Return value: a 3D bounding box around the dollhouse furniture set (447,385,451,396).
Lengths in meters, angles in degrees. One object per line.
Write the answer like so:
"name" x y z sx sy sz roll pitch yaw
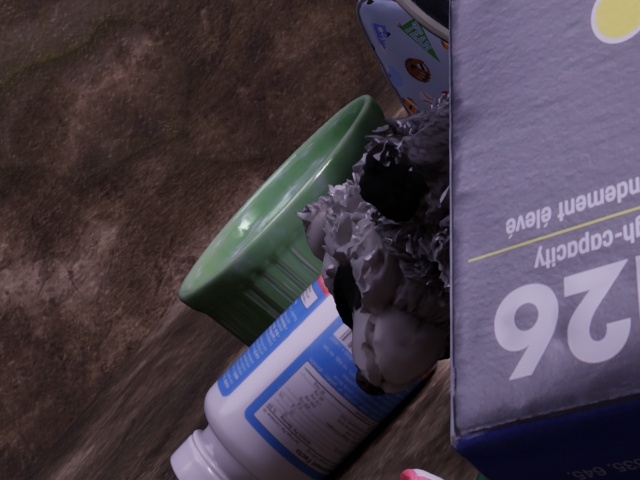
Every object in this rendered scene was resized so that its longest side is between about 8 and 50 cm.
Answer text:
"dollhouse furniture set" 0.179 0.047 0.810 0.151 0.123 0.144 -35 15 52

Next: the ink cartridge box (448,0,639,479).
"ink cartridge box" 0.178 -0.017 0.537 0.303 0.072 0.307 -18 58 36

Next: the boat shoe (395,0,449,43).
"boat shoe" 0.162 -0.155 0.843 0.187 0.156 0.500 -36 47 -5

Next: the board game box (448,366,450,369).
"board game box" 0.148 0.060 1.228 0.090 0.020 0.090 -36 14 51

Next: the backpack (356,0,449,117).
"backpack" 0.182 -0.207 1.479 0.263 0.276 0.213 -1 47 40

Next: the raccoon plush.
"raccoon plush" 0.175 -0.072 1.112 0.446 0.216 0.299 -41 8 -9

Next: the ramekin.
"ramekin" 0.000 0.000 1.756 0.303 0.148 0.303 -45 9 9

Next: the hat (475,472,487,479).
"hat" 0.142 0.187 0.685 0.208 0.184 0.173 -4 26 -2

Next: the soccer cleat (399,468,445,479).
"soccer cleat" -0.012 0.256 0.804 0.318 0.116 0.108 -46 9 -1

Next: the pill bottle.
"pill bottle" -0.018 0.134 1.339 0.221 0.124 0.124 -45 9 6
